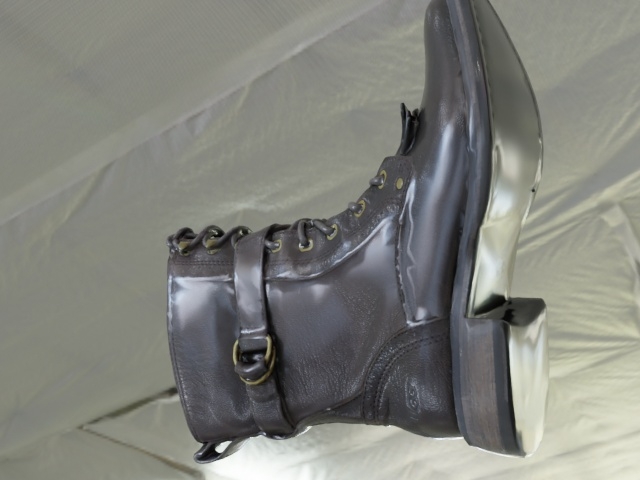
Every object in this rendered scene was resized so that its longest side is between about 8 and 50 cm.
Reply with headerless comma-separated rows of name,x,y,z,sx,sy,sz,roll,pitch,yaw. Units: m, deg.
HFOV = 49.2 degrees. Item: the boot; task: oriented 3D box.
boot,0.000,0.000,0.390,0.229,0.263,0.091,-4,-7,33
